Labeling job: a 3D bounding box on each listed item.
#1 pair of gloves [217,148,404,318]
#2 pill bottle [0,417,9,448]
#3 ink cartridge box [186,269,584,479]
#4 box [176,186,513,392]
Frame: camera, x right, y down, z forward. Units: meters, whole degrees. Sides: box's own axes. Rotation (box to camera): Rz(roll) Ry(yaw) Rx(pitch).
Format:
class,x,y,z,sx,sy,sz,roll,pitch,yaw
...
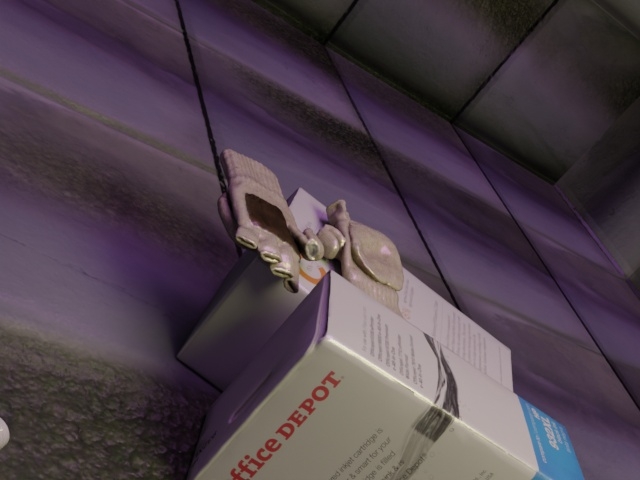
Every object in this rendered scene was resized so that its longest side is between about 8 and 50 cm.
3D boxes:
class,x,y,z,sx,sy,sz,roll,pitch,yaw
pair of gloves,0.000,0.000,0.913,0.240,0.042,0.204,29,27,-23
pill bottle,-0.271,0.162,0.641,0.043,0.043,0.083,41,24,3
ink cartridge box,0.062,0.210,0.827,0.307,0.223,0.129,34,24,-13
box,0.042,0.132,1.004,0.345,0.168,0.215,38,24,-6
